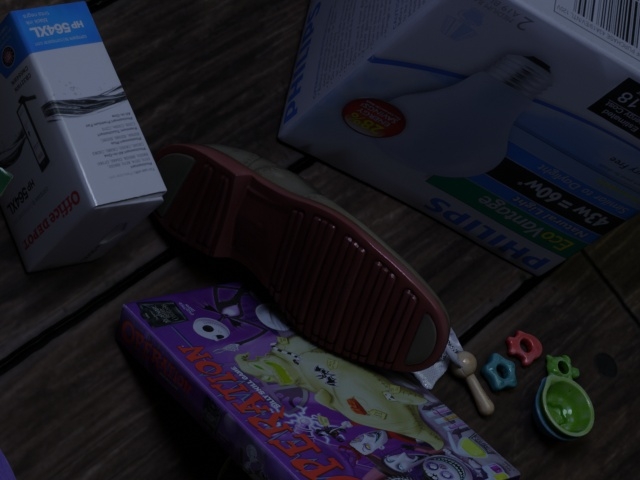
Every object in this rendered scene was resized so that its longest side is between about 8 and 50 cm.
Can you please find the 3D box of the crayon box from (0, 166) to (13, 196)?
[{"bbox_3d":[-0.437,-0.057,1.619,0.318,0.081,0.202,33,89,-15],"label":"crayon box"}]

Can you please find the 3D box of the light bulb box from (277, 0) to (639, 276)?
[{"bbox_3d":[0.206,-0.188,2.013,0.358,0.361,0.225,27,54,-20],"label":"light bulb box"}]

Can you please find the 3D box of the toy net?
[{"bbox_3d":[0.182,0.125,2.031,0.232,0.045,0.122,26,53,-20],"label":"toy net"}]

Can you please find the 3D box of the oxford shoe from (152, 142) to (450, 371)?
[{"bbox_3d":[0.000,0.000,1.858,0.348,0.123,0.130,36,27,23],"label":"oxford shoe"}]

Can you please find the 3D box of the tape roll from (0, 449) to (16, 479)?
[{"bbox_3d":[-0.375,0.241,1.556,0.274,0.090,0.275,16,58,-27],"label":"tape roll"}]

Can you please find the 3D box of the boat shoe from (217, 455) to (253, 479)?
[{"bbox_3d":[-0.052,0.236,1.766,0.091,0.109,0.305,26,44,-4],"label":"boat shoe"}]

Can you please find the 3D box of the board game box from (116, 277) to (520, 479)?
[{"bbox_3d":[-0.007,0.148,1.768,0.208,0.056,0.347,-15,41,-36],"label":"board game box"}]

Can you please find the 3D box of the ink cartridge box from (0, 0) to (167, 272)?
[{"bbox_3d":[-0.242,-0.093,1.794,0.086,0.148,0.203,-13,72,-39],"label":"ink cartridge box"}]
